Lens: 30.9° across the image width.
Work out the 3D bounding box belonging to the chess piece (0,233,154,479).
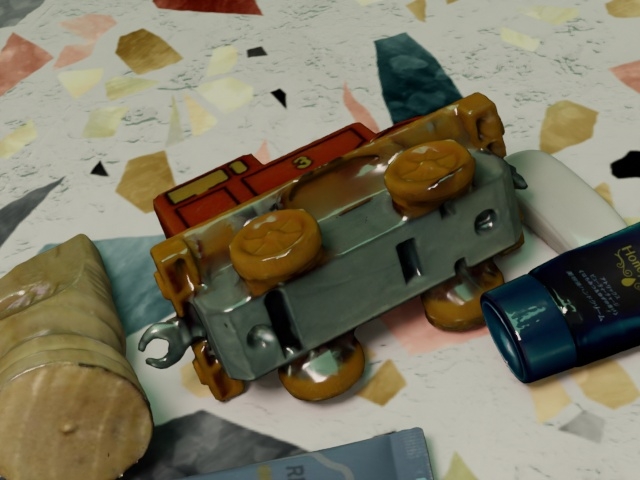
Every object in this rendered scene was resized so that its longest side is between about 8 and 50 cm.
[{"bbox_3d":[-0.234,0.087,1.030,0.137,0.137,0.301,-20,29,-6],"label":"chess piece"}]

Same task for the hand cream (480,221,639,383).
[{"bbox_3d":[0.271,0.036,0.972,0.270,0.061,0.120,-19,57,-13],"label":"hand cream"}]

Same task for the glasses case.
[{"bbox_3d":[0.220,-0.032,1.070,0.063,0.041,0.164,-24,43,-14],"label":"glasses case"}]

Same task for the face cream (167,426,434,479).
[{"bbox_3d":[-0.101,0.222,0.861,0.385,0.086,0.135,-9,42,-1],"label":"face cream"}]

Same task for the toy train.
[{"bbox_3d":[0.000,0.000,1.019,0.369,0.163,0.231,-26,35,-12],"label":"toy train"}]
